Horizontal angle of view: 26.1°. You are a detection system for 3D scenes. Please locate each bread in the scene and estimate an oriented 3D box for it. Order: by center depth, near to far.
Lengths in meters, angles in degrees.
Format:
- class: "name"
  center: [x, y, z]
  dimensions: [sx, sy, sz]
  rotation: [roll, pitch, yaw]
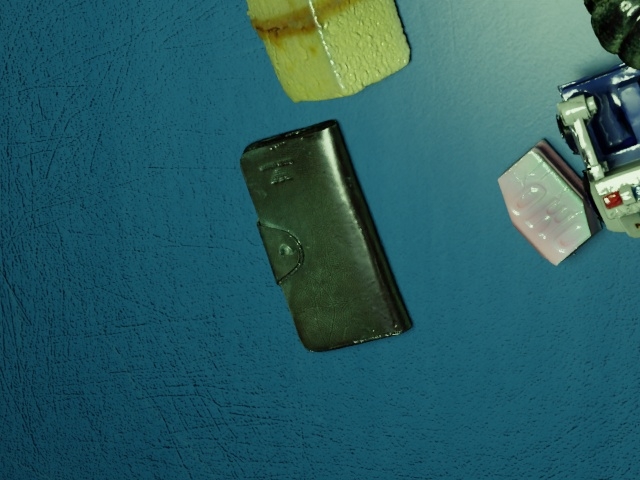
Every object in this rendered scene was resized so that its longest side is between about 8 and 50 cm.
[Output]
- class: "bread"
  center: [-0.006, -0.315, 1.836]
  dimensions: [0.178, 0.135, 0.240]
  rotation: [1, 114, 57]

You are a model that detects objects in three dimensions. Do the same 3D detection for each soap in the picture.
- class: "soap"
  center: [0.300, -0.044, 1.801]
  dimensions: [0.149, 0.056, 0.100]
  rotation: [48, 121, -1]

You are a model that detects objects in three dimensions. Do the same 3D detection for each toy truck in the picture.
- class: "toy truck"
  center: [0.374, -0.105, 1.680]
  dimensions: [0.161, 0.177, 0.213]
  rotation: [-20, 100, 25]

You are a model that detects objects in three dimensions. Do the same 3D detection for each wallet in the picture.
- class: "wallet"
  center: [0.000, 0.000, 1.941]
  dimensions: [0.172, 0.045, 0.318]
  rotation: [-14, 102, 24]

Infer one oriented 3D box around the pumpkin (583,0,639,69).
- class: "pumpkin"
  center: [0.408, -0.298, 1.590]
  dimensions: [0.220, 0.162, 0.221]
  rotation: [-2, 84, 15]
